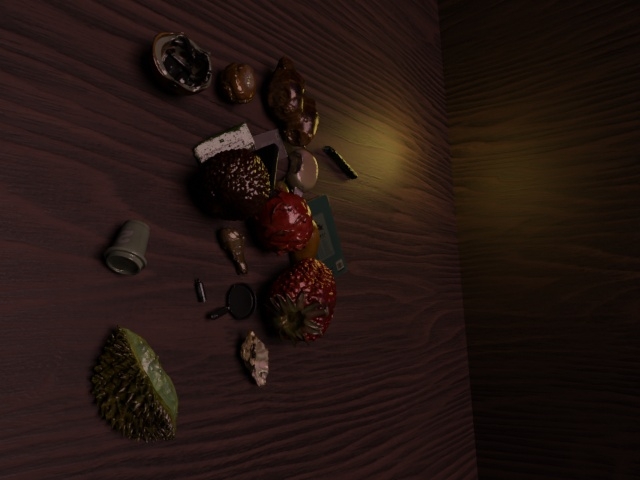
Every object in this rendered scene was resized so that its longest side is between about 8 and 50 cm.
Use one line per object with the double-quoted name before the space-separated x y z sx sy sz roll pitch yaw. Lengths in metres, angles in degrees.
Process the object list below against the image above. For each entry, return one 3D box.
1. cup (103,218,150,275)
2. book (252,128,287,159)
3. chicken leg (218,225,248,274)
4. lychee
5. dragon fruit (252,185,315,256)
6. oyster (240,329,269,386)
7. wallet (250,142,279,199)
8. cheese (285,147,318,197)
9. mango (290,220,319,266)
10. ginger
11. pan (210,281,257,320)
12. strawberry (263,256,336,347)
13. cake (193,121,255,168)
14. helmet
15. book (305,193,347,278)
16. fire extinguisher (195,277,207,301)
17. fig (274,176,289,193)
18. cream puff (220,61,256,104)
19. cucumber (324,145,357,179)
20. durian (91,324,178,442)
"cup" -0.549 0.017 1.438 0.120 0.119 0.141 45 40 -37
"book" -0.209 -0.381 2.030 0.181 0.014 0.127 -34 110 -50
"chicken leg" -0.300 0.038 1.788 0.085 0.068 0.198 -41 121 -46
"lychee" -0.289 -0.199 1.692 0.267 0.267 0.268 14 71 -50
"dragon fruit" -0.141 -0.066 1.883 0.252 0.241 0.241 48 43 0
"oyster" -0.239 0.436 1.789 0.209 0.071 0.133 72 27 -44
"wallet" -0.222 -0.243 1.858 0.044 0.148 0.250 36 48 -46
"cheese" -0.088 -0.249 2.101 0.163 0.082 0.287 37 54 -41
"mango" -0.070 0.009 2.048 0.136 0.099 0.228 1 97 -14
"ginger" -0.106 -0.588 2.094 0.358 0.152 0.274 61 42 -27
"pan" -0.312 0.231 1.758 0.235 0.028 0.136 -22 100 -55
"strawberry" -0.064 0.231 1.927 0.343 0.291 0.293 -53 126 -65
"cake" -0.343 -0.340 1.784 0.235 0.099 0.100 -43 114 -46
"helmet" -0.472 -0.569 1.638 0.224 0.130 0.199 15 67 -39
"book" 0.000 0.000 2.207 0.264 0.031 0.380 -25 103 -51
"fire extinguisher" -0.401 0.164 1.664 0.038 0.025 0.084 -102 179 -85
"fig" -0.175 -0.215 2.010 0.093 0.093 0.166 37 27 -42
"cream puff" -0.314 -0.586 1.857 0.165 0.115 0.150 -55 132 -53
"cucumber" 0.098 -0.382 2.404 0.256 0.043 0.044 40 48 -40
"durian" -0.520 0.438 1.421 0.198 0.163 0.395 -112 178 -64
